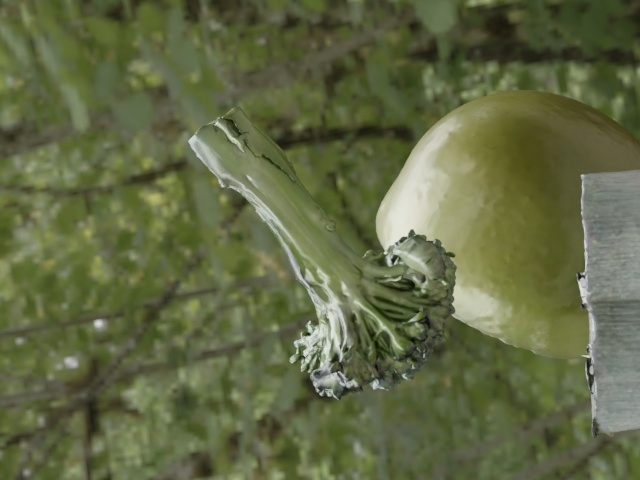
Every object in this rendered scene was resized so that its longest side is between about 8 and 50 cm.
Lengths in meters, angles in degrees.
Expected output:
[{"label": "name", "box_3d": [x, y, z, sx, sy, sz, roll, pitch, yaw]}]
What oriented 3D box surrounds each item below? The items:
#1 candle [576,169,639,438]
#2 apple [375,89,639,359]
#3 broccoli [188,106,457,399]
[{"label": "candle", "box_3d": [0.225, 0.047, 1.185, 0.168, 0.068, 0.192, 15, -106, -78]}, {"label": "apple", "box_3d": [0.220, -0.019, 1.545, 0.295, 0.258, 0.233, 21, -83, -55]}, {"label": "broccoli", "box_3d": [-0.002, 0.001, 1.001, 0.204, 0.118, 0.122, 52, 174, -10]}]
